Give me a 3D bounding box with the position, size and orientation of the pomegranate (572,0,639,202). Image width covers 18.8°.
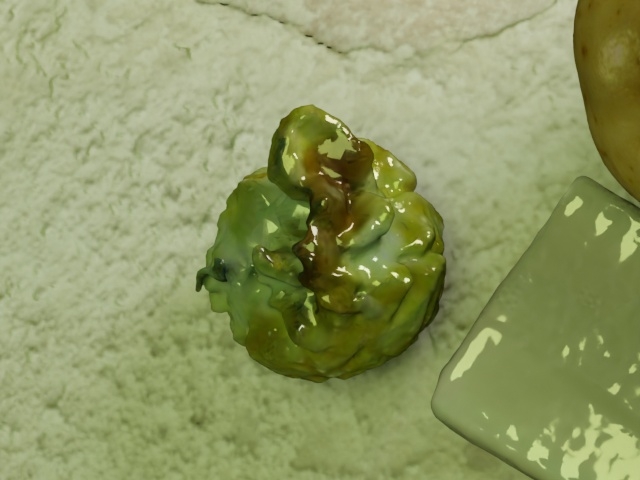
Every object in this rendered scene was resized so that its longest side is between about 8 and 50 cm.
[{"bbox_3d":[0.338,-0.141,1.286,0.410,0.410,0.410,-4,77,19],"label":"pomegranate"}]

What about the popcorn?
[{"bbox_3d":[0.000,0.000,1.459,0.198,0.212,0.198,-1,50,1],"label":"popcorn"}]

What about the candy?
[{"bbox_3d":[0.277,0.130,1.353,0.359,0.145,0.208,31,89,22],"label":"candy"}]
